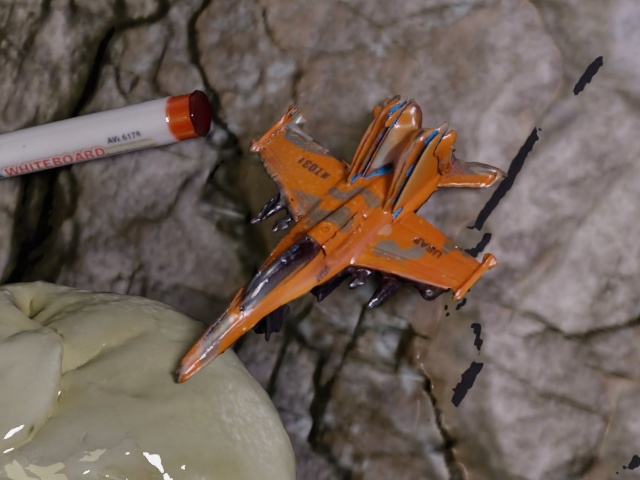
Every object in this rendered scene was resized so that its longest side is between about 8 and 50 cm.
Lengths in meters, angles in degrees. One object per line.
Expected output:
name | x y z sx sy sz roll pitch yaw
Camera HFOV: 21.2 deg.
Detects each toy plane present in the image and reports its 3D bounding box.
toy plane | 0.001 0.006 0.799 0.135 0.062 0.188 35 73 23

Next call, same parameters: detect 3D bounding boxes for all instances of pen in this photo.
pen | -0.160 -0.046 0.906 0.218 0.026 0.026 -11 75 19

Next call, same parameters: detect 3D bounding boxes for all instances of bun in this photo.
bun | -0.132 0.134 0.788 0.259 0.160 0.259 -5 74 19
